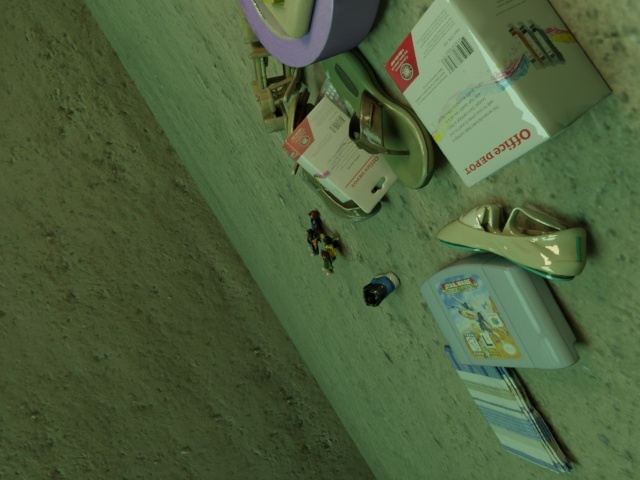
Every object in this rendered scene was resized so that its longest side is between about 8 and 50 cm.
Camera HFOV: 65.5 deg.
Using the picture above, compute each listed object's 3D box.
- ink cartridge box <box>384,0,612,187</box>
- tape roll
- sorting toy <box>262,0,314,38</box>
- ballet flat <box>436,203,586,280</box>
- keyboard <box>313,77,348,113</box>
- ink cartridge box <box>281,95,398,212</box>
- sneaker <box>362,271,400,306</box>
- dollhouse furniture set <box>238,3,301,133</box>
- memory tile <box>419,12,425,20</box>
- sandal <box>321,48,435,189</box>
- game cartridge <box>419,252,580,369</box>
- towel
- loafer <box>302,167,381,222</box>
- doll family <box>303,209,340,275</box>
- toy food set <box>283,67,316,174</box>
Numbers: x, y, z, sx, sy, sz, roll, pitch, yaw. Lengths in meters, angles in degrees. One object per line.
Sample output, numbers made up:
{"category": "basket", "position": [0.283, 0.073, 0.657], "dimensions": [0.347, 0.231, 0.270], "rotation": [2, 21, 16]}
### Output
{"category": "ink cartridge box", "position": [0.187, -0.175, 0.540], "dimensions": [0.176, 0.127, 0.128], "rotation": [57, 153, 2]}
{"category": "tape roll", "position": [-0.033, -0.405, 0.729], "dimensions": [0.275, 0.090, 0.275], "rotation": [42, 148, 35]}
{"category": "sorting toy", "position": [-0.075, -0.405, 0.656], "dimensions": [0.208, 0.038, 0.193], "rotation": [53, 153, 17]}
{"category": "ballet flat", "position": [0.268, -0.014, 0.721], "dimensions": [0.248, 0.086, 0.086], "rotation": [23, 142, 56]}
{"category": "keyboard", "position": [0.009, -0.255, 1.033], "dimensions": [0.072, 0.014, 0.256], "rotation": [56, 161, 2]}
{"category": "ink cartridge box", "position": [0.041, -0.151, 0.917], "dimensions": [0.198, 0.115, 0.067], "rotation": [42, 172, -8]}
{"category": "sneaker", "position": [0.134, 0.128, 1.236], "dimensions": [0.058, 0.084, 0.152], "rotation": [56, 161, 2]}
{"category": "dollhouse furniture set", "position": [-0.077, -0.326, 0.938], "dimensions": [0.182, 0.101, 0.161], "rotation": [88, 166, -57]}
{"category": "memory tile", "position": [0.175, -0.228, 0.678], "dimensions": [0.148, 0.012, 0.113], "rotation": [51, 160, 14]}
{"category": "sandal", "position": [0.078, -0.201, 0.834], "dimensions": [0.303, 0.086, 0.120], "rotation": [54, 157, 16]}
{"category": "game cartridge", "position": [0.288, 0.125, 0.873], "dimensions": [0.198, 0.062, 0.297], "rotation": [58, 159, 2]}
{"category": "towel", "position": [0.387, 0.346, 1.053], "dimensions": [0.285, 0.034, 0.209], "rotation": [58, 163, 1]}
{"category": "loafer", "position": [0.031, -0.125, 1.064], "dimensions": [0.251, 0.094, 0.087], "rotation": [40, 159, 40]}
{"category": "doll family", "position": [0.000, 0.000, 1.377], "dimensions": [0.193, 0.076, 0.111], "rotation": [49, 164, 30]}
{"category": "toy food set", "position": [-0.032, -0.232, 0.984], "dimensions": [0.038, 0.132, 0.192], "rotation": [7, 139, 10]}
